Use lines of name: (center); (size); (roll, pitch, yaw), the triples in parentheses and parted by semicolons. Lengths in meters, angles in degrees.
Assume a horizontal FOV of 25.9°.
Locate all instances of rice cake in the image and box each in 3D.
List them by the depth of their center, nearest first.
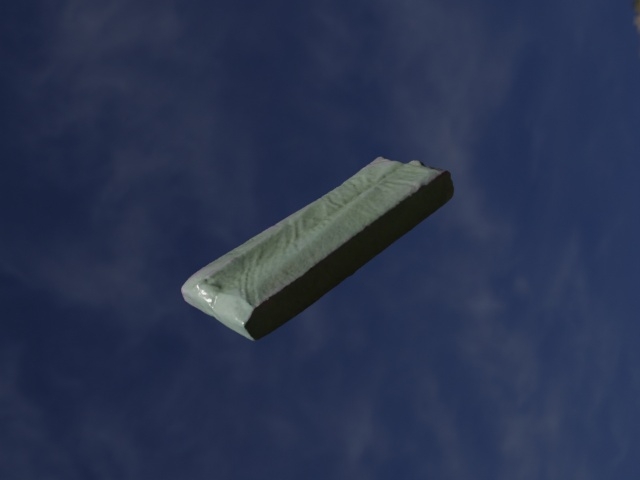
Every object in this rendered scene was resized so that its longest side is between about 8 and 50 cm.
rice cake: (0.001, 0.000, 1.060); (0.222, 0.080, 0.042); (-35, -54, -29)
